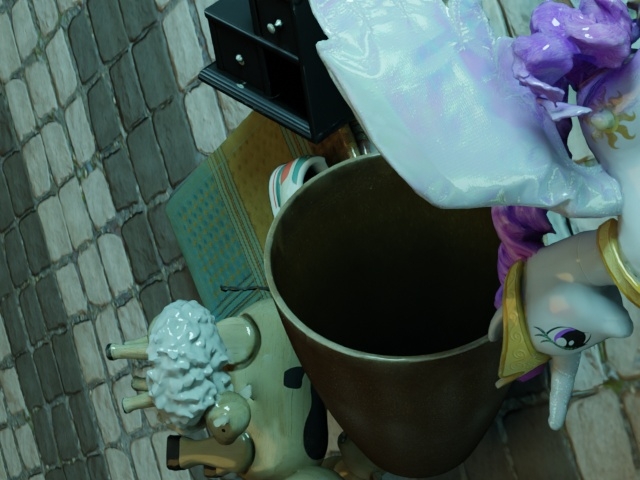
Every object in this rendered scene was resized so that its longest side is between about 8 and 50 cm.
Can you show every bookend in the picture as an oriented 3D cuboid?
[{"bbox_3d":[-0.041,-0.188,1.495,0.156,0.072,0.157,32,145,35],"label":"bookend"}]

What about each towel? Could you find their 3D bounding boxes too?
[{"bbox_3d":[-0.030,0.007,1.693,0.370,0.040,0.271,-41,67,55],"label":"towel"}]

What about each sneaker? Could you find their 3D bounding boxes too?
[{"bbox_3d":[0.000,0.000,1.549,0.075,0.057,0.161,-30,72,63],"label":"sneaker"}]

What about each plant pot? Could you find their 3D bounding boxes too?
[{"bbox_3d":[0.073,0.082,1.401,0.215,0.215,0.230,52,159,37],"label":"plant pot"}]

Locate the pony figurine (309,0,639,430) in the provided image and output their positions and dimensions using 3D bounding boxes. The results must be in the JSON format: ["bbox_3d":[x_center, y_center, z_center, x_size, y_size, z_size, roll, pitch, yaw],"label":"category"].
[{"bbox_3d":[0.193,-0.070,1.085,0.363,0.303,0.351,-20,92,45],"label":"pony figurine"}]

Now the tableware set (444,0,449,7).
[{"bbox_3d":[0.122,-0.116,1.309,0.169,0.020,0.141,53,-160,-68],"label":"tableware set"}]

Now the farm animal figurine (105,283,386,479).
[{"bbox_3d":[-0.027,0.195,1.526,0.172,0.330,0.327,-6,94,24],"label":"farm animal figurine"}]
